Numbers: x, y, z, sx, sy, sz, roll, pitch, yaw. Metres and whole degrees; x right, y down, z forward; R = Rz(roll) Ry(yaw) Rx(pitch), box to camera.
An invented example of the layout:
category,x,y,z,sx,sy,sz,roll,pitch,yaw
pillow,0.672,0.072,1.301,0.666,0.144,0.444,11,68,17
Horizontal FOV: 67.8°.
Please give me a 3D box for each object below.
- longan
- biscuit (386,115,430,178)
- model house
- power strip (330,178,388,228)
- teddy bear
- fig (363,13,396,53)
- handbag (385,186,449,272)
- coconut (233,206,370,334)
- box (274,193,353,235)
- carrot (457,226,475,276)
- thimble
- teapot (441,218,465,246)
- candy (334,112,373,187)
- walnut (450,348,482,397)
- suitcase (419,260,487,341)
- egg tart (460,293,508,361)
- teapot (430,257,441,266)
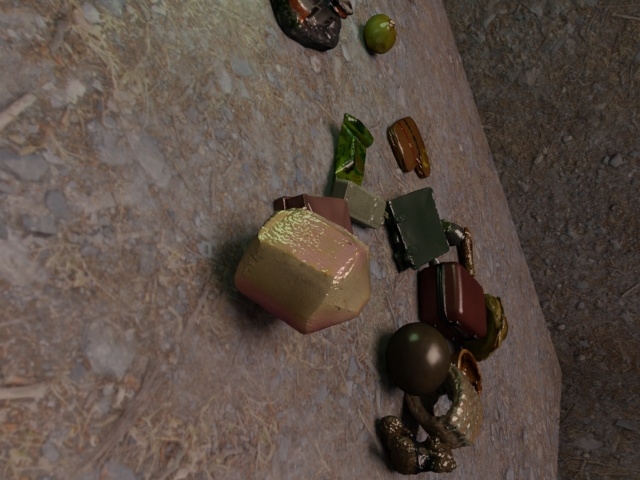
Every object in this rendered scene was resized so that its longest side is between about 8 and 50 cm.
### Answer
category,x,y,z,sx,sy,sz,roll,pitch,yaw
longan,0.278,0.330,1.353,0.212,0.197,0.198,-32,105,-54
biscuit,0.360,-0.351,1.864,0.277,0.052,0.262,-39,110,-55
model house,0.044,-0.702,1.321,0.271,0.300,0.190,-5,74,-56
power strip,0.124,-0.095,1.379,0.288,0.053,0.093,20,83,-55
teddy bear,0.245,0.563,1.268,0.251,0.129,0.182,28,11,-24
fig,0.219,-0.763,1.764,0.136,0.120,0.153,58,13,-16
handbag,0.325,-0.041,1.632,0.260,0.079,0.248,-20,92,-44
coconut,-0.016,0.062,0.927,0.245,0.233,0.233,30,40,4
box,0.000,0.000,1.156,0.215,0.086,0.215,0,77,-56
carrot,0.650,0.053,2.130,0.069,0.068,0.229,17,65,-53
thimble,0.360,0.478,1.402,0.148,0.195,0.229,50,32,-24
teapot,0.539,-0.038,2.003,0.090,0.124,0.092,42,85,-18
candy,0.087,-0.235,1.395,0.149,0.069,0.247,35,56,-46
walnut,0.506,0.483,1.721,0.211,0.087,0.167,53,46,-27
suitcase,0.481,0.224,1.719,0.297,0.161,0.237,35,51,-44
egg tart,0.636,0.338,1.828,0.094,0.279,0.279,15,57,-10
teapot,0.428,0.067,1.816,0.043,0.042,0.111,-41,108,-54
